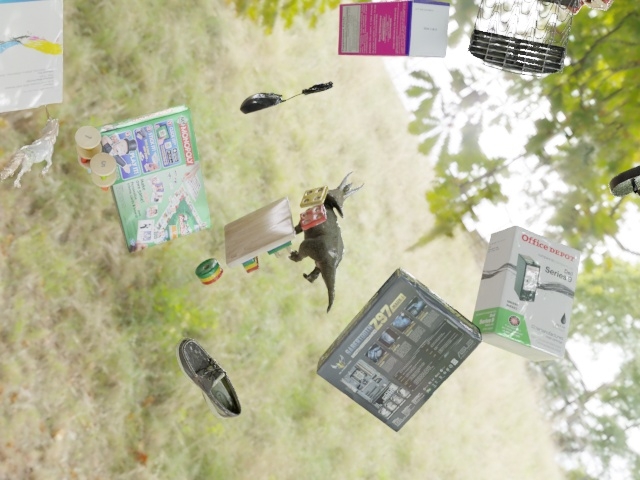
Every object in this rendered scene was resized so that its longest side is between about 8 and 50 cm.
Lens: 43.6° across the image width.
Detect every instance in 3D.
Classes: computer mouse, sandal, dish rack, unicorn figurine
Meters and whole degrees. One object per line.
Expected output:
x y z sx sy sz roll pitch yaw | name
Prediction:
-0.085 -0.356 1.948 0.071 0.242 0.041 -66 141 -75 | computer mouse
0.637 -0.122 1.491 0.254 0.097 0.055 146 -65 -63 | sandal
0.405 -0.435 1.597 0.208 0.272 0.074 14 -24 10 | dish rack
-0.532 -0.165 1.496 0.060 0.111 0.162 27 28 -11 | unicorn figurine

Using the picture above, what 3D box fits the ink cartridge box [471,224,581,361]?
0.515 0.133 2.010 0.211 0.289 0.121 21 -18 -17 | ink cartridge box

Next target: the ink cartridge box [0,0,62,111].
-0.536 -0.347 1.307 0.171 0.168 0.233 33 -53 34 | ink cartridge box

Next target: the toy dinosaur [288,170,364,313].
0.000 0.000 1.779 0.121 0.160 0.314 19 57 -25 | toy dinosaur

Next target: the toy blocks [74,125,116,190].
-0.477 -0.159 1.708 0.123 0.054 0.148 59 -22 12 | toy blocks

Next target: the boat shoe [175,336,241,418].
-0.247 0.312 1.827 0.073 0.080 0.224 -12 -67 43 | boat shoe

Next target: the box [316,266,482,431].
0.133 0.189 1.378 0.183 0.233 0.059 36 15 -7 | box

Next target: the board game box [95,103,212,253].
-0.383 -0.141 1.873 0.046 0.213 0.317 44 -34 50 | board game box

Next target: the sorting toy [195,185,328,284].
-0.097 -0.009 1.458 0.046 0.274 0.132 60 9 -33 | sorting toy

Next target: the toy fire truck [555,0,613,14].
0.612 -0.680 2.019 0.302 0.169 0.254 39 16 13 | toy fire truck

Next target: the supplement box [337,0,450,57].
0.147 -0.437 1.661 0.220 0.111 0.114 18 -69 49 | supplement box
